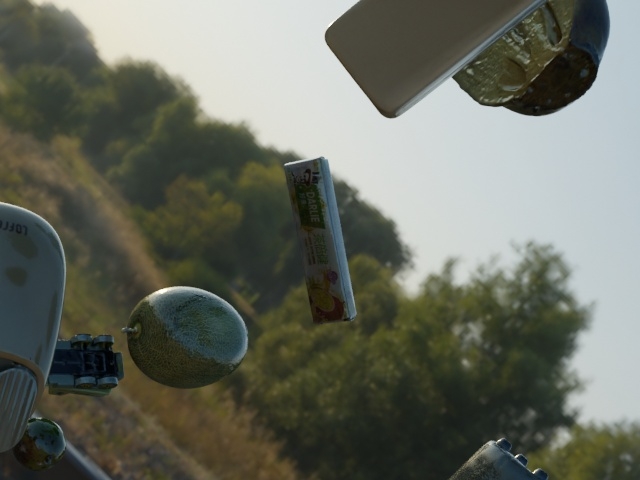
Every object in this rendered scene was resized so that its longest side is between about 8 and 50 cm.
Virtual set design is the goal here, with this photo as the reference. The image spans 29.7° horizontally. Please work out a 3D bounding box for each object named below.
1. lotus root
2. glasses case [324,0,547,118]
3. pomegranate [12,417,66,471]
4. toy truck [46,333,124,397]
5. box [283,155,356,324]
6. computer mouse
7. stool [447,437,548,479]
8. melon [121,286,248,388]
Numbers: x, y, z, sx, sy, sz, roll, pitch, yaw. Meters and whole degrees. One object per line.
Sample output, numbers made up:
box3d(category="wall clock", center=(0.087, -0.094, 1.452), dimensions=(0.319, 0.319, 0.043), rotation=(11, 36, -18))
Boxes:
box3d(category="lotus root", center=(0.346, -0.305, 1.819), dimensions=(0.149, 0.267, 0.260), rotation=(15, 25, -28))
box3d(category="glasses case", center=(0.173, -0.303, 1.492), dimensions=(0.144, 0.336, 0.076), rotation=(54, 7, 6))
box3d(category="pomegranate", center=(-0.369, 0.257, 1.552), dimensions=(0.084, 0.073, 0.073), rotation=(37, -5, 12))
box3d(category="toy truck", center=(-0.357, 0.177, 1.639), dimensions=(0.169, 0.100, 0.077), rotation=(3, 65, -33))
box3d(category="box", center=(0.000, 0.000, 1.492), dimensions=(0.041, 0.050, 0.207), rotation=(-13, 93, -77))
box3d(category="computer mouse", center=(-0.321, 0.080, 1.146), dimensions=(0.145, 0.237, 0.082), rotation=(17, -10, -27))
box3d(category="stool", center=(0.143, 0.228, 1.009), dimensions=(0.096, 0.110, 0.096), rotation=(41, -1, 1))
box3d(category="melon", center=(-0.185, 0.131, 1.631), dimensions=(0.192, 0.139, 0.139), rotation=(13, 20, -40))
